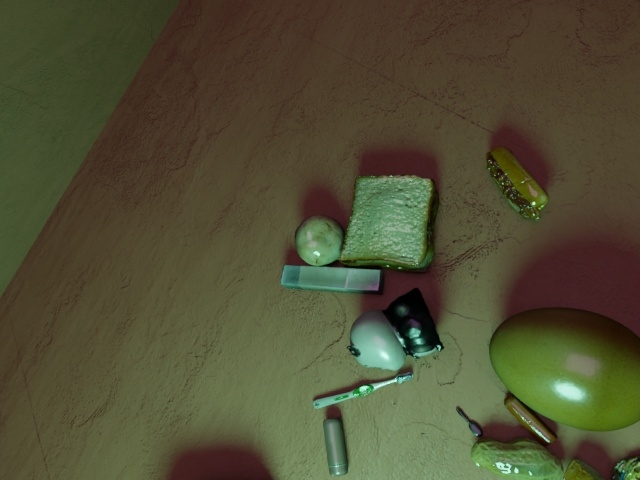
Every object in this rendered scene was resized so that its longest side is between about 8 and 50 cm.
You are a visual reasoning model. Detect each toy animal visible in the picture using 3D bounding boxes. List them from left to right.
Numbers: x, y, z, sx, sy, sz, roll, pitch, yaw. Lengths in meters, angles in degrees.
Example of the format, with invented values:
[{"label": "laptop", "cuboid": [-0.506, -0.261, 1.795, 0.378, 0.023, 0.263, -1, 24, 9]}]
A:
[{"label": "toy animal", "cuboid": [0.190, 0.249, 1.103, 0.235, 0.187, 0.165, -28, 87, 6]}]

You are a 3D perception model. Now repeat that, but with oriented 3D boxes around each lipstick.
[{"label": "lipstick", "cuboid": [0.034, 0.120, 1.284, 0.317, 0.066, 0.068, 1, 70, 23]}]

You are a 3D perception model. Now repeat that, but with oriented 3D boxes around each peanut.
[{"label": "peanut", "cuboid": [0.450, 0.504, 0.960, 0.194, 0.083, 0.094, 4, 86, 22]}]

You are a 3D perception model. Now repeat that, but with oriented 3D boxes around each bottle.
[{"label": "bottle", "cuboid": [0.040, 0.556, 1.126, 0.053, 0.053, 0.140, -15, 65, 16]}]

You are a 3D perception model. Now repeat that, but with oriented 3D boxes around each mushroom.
[{"label": "mushroom", "cuboid": [0.000, 0.000, 1.314, 0.166, 0.127, 0.166, 1, 74, -2]}]

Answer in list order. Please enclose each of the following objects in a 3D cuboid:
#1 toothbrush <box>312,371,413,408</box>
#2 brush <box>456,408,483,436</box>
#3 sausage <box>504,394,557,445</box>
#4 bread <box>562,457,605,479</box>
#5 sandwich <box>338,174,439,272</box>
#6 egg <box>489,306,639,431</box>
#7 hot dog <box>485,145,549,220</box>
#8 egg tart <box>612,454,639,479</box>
[{"label": "toothbrush", "cuboid": [0.114, 0.421, 1.165, 0.303, 0.030, 0.030, -23, 64, 16]}, {"label": "brush", "cuboid": [0.375, 0.459, 1.051, 0.024, 0.008, 0.083, -46, 61, 3]}, {"label": "sausage", "cuboid": [0.497, 0.427, 0.994, 0.131, 0.041, 0.039, 45, 113, 29]}, {"label": "bread", "cuboid": [0.573, 0.528, 0.897, 0.083, 0.077, 0.070, 32, 93, -15]}, {"label": "sandwich", "cuboid": [0.214, -0.054, 1.260, 0.271, 0.099, 0.301, 5, 70, 19]}, {"label": "egg", "cuboid": [0.541, 0.272, 0.915, 0.322, 0.250, 0.250, 12, 75, 31]}, {"label": "hot dog", "cuboid": [0.541, -0.161, 1.163, 0.076, 0.102, 0.249, -12, 61, -22]}, {"label": "egg tart", "cuboid": [0.728, 0.555, 0.815, 0.290, 0.107, 0.291, -8, 68, 19]}]
